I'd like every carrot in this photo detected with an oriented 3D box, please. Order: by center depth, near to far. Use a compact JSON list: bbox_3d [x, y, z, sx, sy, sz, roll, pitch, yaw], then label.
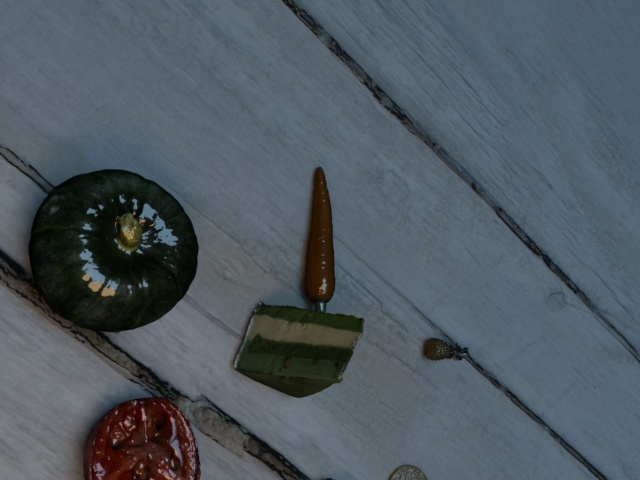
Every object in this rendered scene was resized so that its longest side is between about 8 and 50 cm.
[{"bbox_3d":[0.000,0.000,1.808,0.069,0.069,0.335,11,70,-31],"label":"carrot"}]

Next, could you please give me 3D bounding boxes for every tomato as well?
[{"bbox_3d":[-0.326,0.396,1.504,0.228,0.101,0.227,14,68,-36],"label":"tomato"}]

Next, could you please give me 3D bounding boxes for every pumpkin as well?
[{"bbox_3d":[-0.357,0.015,1.478,0.300,0.207,0.300,14,66,-34],"label":"pumpkin"}]

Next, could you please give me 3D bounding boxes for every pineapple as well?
[{"bbox_3d":[0.300,0.264,1.958,0.124,0.058,0.058,19,72,-34],"label":"pineapple"}]

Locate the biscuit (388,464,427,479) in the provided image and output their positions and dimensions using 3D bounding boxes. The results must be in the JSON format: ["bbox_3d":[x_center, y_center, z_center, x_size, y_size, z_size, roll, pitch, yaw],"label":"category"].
[{"bbox_3d":[0.195,0.560,1.861,0.120,0.015,0.120,6,79,-31],"label":"biscuit"}]

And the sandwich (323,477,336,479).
[{"bbox_3d":[-0.079,0.620,1.624,0.301,0.099,0.271,2,81,-34],"label":"sandwich"}]

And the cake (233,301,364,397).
[{"bbox_3d":[0.001,0.228,1.645,0.172,0.284,0.157,38,63,-41],"label":"cake"}]
